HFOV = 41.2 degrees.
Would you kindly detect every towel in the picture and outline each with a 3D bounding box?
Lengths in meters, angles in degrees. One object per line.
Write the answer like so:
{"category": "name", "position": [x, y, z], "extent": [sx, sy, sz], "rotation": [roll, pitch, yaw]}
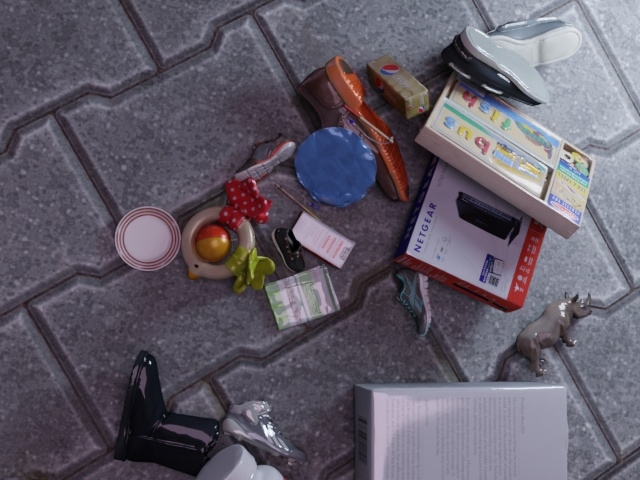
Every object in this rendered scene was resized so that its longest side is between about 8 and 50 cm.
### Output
{"category": "towel", "position": [-0.040, 0.128, 1.920], "extent": [0.152, 0.023, 0.113], "rotation": [-19, 89, -12]}

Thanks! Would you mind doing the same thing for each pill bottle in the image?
{"category": "pill bottle", "position": [-0.116, 0.581, 1.766], "extent": [0.176, 0.176, 0.318], "rotation": [-40, 107, -12]}

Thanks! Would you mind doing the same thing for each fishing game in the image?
{"category": "fishing game", "position": [0.037, -0.166, 1.898], "extent": [0.189, 0.041, 0.264], "rotation": [35, 114, -7]}

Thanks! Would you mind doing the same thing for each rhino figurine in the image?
{"category": "rhino figurine", "position": [0.560, 0.204, 2.017], "extent": [0.243, 0.073, 0.106], "rotation": [-41, 98, -13]}

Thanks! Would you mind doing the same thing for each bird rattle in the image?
{"category": "bird rattle", "position": [-0.204, -0.007, 1.848], "extent": [0.207, 0.143, 0.254], "rotation": [-8, 85, 4]}

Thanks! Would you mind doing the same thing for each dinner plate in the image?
{"category": "dinner plate", "position": [-0.377, -0.004, 1.861], "extent": [0.141, 0.017, 0.141], "rotation": [1, 85, -13]}

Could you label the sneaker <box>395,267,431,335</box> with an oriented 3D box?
{"category": "sneaker", "position": [0.211, 0.138, 1.959], "extent": [0.076, 0.065, 0.166], "rotation": [-5, 79, -4]}

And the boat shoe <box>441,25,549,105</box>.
{"category": "boat shoe", "position": [0.407, -0.388, 1.970], "extent": [0.302, 0.091, 0.114], "rotation": [29, 47, -29]}

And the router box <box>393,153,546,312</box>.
{"category": "router box", "position": [0.364, -0.046, 1.960], "extent": [0.301, 0.082, 0.335], "rotation": [24, 72, -9]}

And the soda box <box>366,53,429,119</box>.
{"category": "soda box", "position": [0.174, -0.348, 1.924], "extent": [0.061, 0.181, 0.058], "rotation": [-24, 135, -12]}

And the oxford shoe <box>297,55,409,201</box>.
{"category": "oxford shoe", "position": [0.082, -0.232, 1.942], "extent": [0.132, 0.130, 0.364], "rotation": [-28, 100, 20]}

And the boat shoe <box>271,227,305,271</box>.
{"category": "boat shoe", "position": [-0.062, 0.023, 1.881], "extent": [0.133, 0.042, 0.049], "rotation": [62, 33, -40]}

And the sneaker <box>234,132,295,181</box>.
{"category": "sneaker", "position": [-0.134, -0.186, 1.915], "extent": [0.158, 0.061, 0.065], "rotation": [-34, 66, -13]}

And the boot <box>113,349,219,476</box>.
{"category": "boot", "position": [-0.313, 0.368, 1.807], "extent": [0.207, 0.094, 0.246], "rotation": [11, 91, -7]}

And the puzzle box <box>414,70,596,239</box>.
{"category": "puzzle box", "position": [0.428, -0.204, 1.936], "extent": [0.409, 0.052, 0.272], "rotation": [32, 46, -3]}

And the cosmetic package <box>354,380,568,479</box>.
{"category": "cosmetic package", "position": [0.310, 0.434, 1.902], "extent": [0.453, 0.161, 0.230], "rotation": [2, 85, -12]}

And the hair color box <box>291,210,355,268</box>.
{"category": "hair color box", "position": [0.000, 0.000, 1.927], "extent": [0.141, 0.043, 0.072], "rotation": [32, 80, -7]}

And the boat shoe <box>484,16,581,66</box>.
{"category": "boat shoe", "position": [0.458, -0.468, 2.047], "extent": [0.319, 0.099, 0.116], "rotation": [-12, 133, -5]}

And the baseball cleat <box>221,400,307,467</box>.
{"category": "baseball cleat", "position": [-0.110, 0.413, 1.862], "extent": [0.206, 0.072, 0.109], "rotation": [25, 75, -13]}
